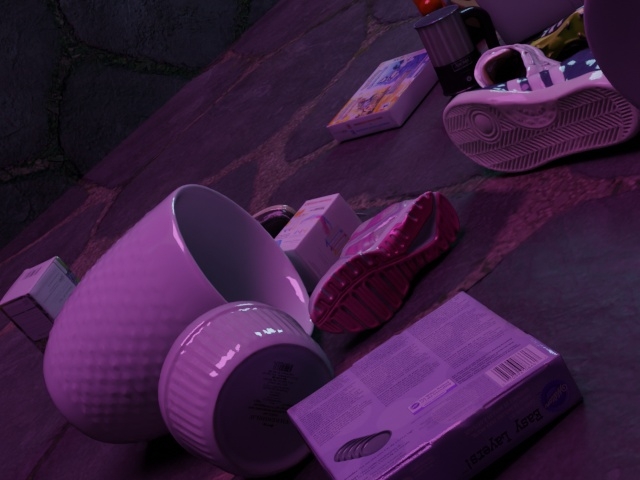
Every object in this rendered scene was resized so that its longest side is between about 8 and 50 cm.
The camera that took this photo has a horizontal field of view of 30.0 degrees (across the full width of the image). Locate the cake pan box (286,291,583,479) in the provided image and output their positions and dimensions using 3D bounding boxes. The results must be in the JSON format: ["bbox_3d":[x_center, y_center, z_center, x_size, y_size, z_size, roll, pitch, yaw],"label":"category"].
[{"bbox_3d":[0.114,0.171,1.265,0.267,0.070,0.246,-34,22,-9],"label":"cake pan box"}]

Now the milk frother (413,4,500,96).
[{"bbox_3d":[0.226,-0.336,2.063,0.129,0.134,0.143,-33,19,-20],"label":"milk frother"}]

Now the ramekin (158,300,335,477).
[{"bbox_3d":[-0.079,0.184,1.424,0.207,0.207,0.109,-44,30,-13],"label":"ramekin"}]

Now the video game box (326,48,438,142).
[{"bbox_3d":[0.131,-0.276,2.232,0.187,0.048,0.205,-12,33,54],"label":"video game box"}]

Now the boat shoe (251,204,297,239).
[{"bbox_3d":[-0.121,0.023,2.004,0.223,0.080,0.073,-34,26,29],"label":"boat shoe"}]

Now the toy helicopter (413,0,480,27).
[{"bbox_3d":[0.165,-0.476,2.206,0.235,0.355,0.140,-89,22,-51],"label":"toy helicopter"}]

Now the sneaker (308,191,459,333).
[{"bbox_3d":[0.075,0.035,1.626,0.252,0.103,0.111,-40,16,-21],"label":"sneaker"}]

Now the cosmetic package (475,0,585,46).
[{"bbox_3d":[0.401,-0.481,2.066,0.225,0.138,0.224,-23,26,34],"label":"cosmetic package"}]

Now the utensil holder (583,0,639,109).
[{"bbox_3d":[0.505,-0.350,1.370,0.328,0.327,0.385,-18,32,45],"label":"utensil holder"}]

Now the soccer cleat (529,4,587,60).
[{"bbox_3d":[0.393,-0.331,1.887,0.179,0.060,0.072,-31,20,27],"label":"soccer cleat"}]

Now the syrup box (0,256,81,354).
[{"bbox_3d":[-0.411,0.150,1.991,0.093,0.237,0.096,-21,29,39],"label":"syrup box"}]

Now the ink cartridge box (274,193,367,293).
[{"bbox_3d":[0.000,0.000,1.818,0.092,0.090,0.143,-10,36,53],"label":"ink cartridge box"}]

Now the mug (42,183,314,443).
[{"bbox_3d":[-0.201,0.124,1.716,0.328,0.276,0.374,-40,-11,20],"label":"mug"}]

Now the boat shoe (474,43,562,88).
[{"bbox_3d":[0.288,-0.260,1.820,0.277,0.096,0.098,-143,69,-69],"label":"boat shoe"}]

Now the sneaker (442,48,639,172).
[{"bbox_3d":[0.326,-0.189,1.634,0.350,0.131,0.148,-1,35,50],"label":"sneaker"}]
